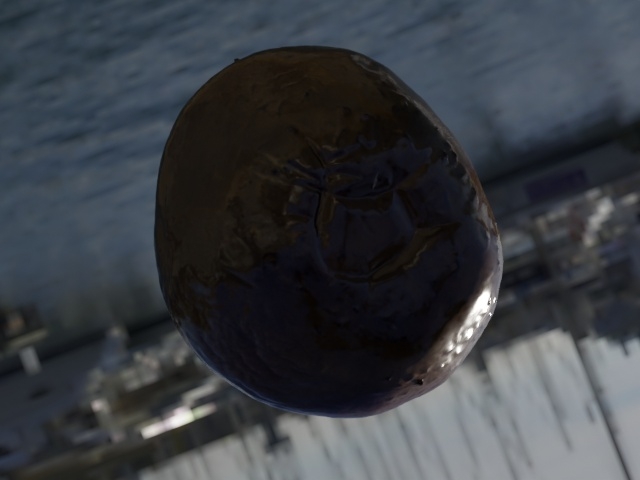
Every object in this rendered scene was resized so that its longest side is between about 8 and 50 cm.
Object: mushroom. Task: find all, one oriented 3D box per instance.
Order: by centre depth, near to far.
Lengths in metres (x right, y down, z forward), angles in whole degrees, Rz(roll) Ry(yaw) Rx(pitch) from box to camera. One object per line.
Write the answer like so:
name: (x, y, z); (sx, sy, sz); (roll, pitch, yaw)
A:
mushroom: (0.005, -0.002, 1.180); (0.194, 0.231, 0.138); (-45, -171, -24)
